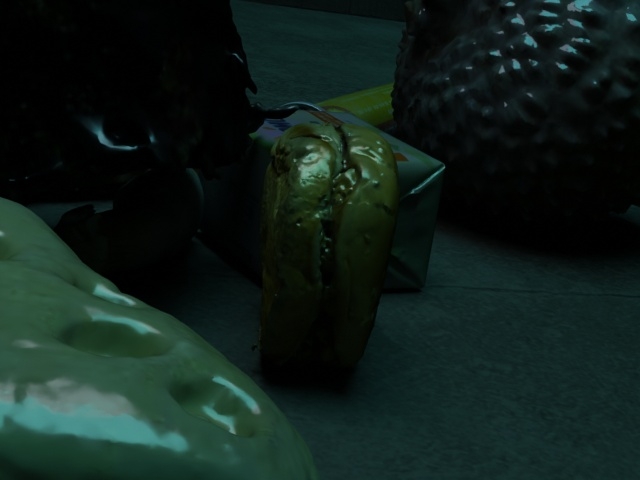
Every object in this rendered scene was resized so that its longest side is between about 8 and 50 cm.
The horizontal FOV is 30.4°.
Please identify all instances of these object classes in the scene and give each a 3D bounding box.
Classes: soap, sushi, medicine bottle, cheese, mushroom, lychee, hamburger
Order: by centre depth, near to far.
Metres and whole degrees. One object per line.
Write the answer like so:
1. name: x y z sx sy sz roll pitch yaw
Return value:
1. cheese: -0.147 0.090 0.719 0.328 0.130 0.351 15 19 2
2. hamburger: 0.000 -0.002 0.962 0.108 0.214 0.214 9 18 -2
3. sushi: -0.205 -0.182 1.012 0.281 0.294 0.299 -8 11 25
4. mushroom: -0.174 -0.012 1.094 0.092 0.081 0.223 37 24 1
5. soap: -0.006 -0.044 1.181 0.182 0.138 0.199 -3 23 -32
6. lychee: 0.283 -0.191 1.436 0.432 0.380 0.380 26 11 -22
7. medicine bottle: 0.054 -0.162 1.624 0.108 0.108 0.426 16 19 19

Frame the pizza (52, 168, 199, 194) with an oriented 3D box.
1. pizza: -0.248 -0.125 1.361 0.277 0.114 0.409 12 20 21
